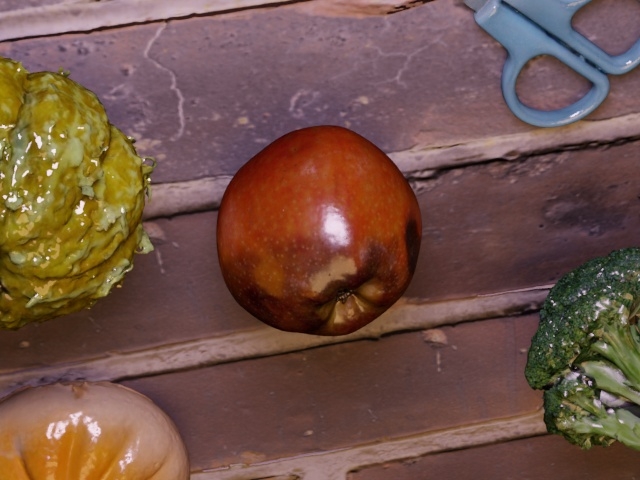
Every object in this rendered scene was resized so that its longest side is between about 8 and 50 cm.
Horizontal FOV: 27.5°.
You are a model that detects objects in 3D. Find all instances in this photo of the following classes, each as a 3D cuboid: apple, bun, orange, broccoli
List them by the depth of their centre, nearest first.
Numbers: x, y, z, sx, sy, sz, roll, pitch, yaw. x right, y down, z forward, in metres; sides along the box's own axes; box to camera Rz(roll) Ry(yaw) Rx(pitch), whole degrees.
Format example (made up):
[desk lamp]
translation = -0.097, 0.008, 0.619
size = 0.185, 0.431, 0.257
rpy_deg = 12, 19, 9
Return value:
[orange]
translation = -0.322, -0.028, 1.311
size = 0.300, 0.223, 0.301
rpy_deg = -24, 132, 17
[apple]
translation = 0.000, 0.000, 1.403
size = 0.230, 0.230, 0.230
rpy_deg = -6, 131, -6
[broccoli]
translation = 0.397, 0.140, 1.580
size = 0.308, 0.275, 0.308
rpy_deg = -28, 143, -25
[bun]
translation = -0.308, 0.316, 1.650
size = 0.299, 0.165, 0.299
rpy_deg = -7, 131, -8

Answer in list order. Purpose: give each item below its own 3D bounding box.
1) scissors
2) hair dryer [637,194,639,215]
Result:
[scissors]
translation = 0.156, -0.263, 1.324
size = 0.447, 0.029, 0.192
rpy_deg = 27, 120, -30
[hair dryer]
translation = 0.541, -0.088, 1.543
size = 0.229, 0.092, 0.267
rpy_deg = 16, 140, -31
